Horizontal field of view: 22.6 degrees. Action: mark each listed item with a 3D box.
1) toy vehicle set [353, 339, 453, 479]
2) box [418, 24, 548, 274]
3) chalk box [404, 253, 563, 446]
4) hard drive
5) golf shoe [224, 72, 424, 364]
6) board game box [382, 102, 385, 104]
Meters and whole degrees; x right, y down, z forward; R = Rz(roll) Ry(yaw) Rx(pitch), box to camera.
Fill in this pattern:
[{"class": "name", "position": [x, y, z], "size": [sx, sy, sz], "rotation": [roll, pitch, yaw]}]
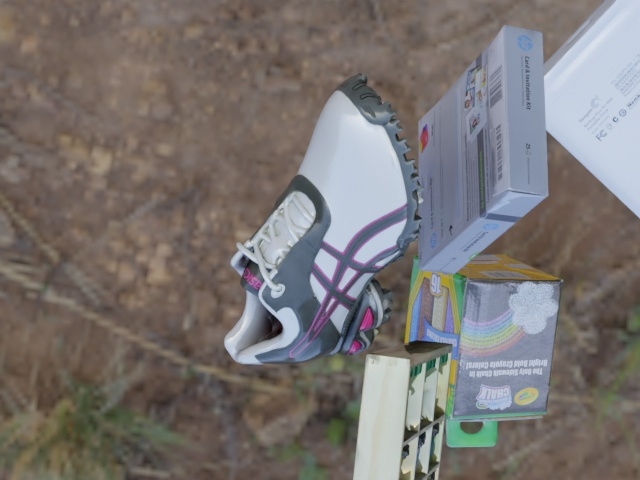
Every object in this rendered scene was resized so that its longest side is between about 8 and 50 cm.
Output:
[{"class": "toy vehicle set", "position": [0.070, 0.172, 1.348], "size": [0.035, 0.166, 0.267], "rotation": [6, 180, 12]}, {"class": "box", "position": [0.130, -0.070, 1.324], "size": [0.038, 0.145, 0.186], "rotation": [9, 156, -18]}, {"class": "chalk box", "position": [0.180, 0.132, 1.849], "size": [0.132, 0.213, 0.132], "rotation": [1, -168, -25]}, {"class": "hard drive", "position": [0.394, -0.128, 1.782], "size": [0.307, 0.203, 0.040], "rotation": [41, -171, -15]}, {"class": "golf shoe", "position": [0.000, 0.000, 1.218], "size": [0.120, 0.105, 0.273], "rotation": [-17, 138, -27]}, {"class": "board game box", "position": [0.032, -0.055, 1.322], "size": [0.020, 0.090, 0.090], "rotation": [3, 157, -33]}]
